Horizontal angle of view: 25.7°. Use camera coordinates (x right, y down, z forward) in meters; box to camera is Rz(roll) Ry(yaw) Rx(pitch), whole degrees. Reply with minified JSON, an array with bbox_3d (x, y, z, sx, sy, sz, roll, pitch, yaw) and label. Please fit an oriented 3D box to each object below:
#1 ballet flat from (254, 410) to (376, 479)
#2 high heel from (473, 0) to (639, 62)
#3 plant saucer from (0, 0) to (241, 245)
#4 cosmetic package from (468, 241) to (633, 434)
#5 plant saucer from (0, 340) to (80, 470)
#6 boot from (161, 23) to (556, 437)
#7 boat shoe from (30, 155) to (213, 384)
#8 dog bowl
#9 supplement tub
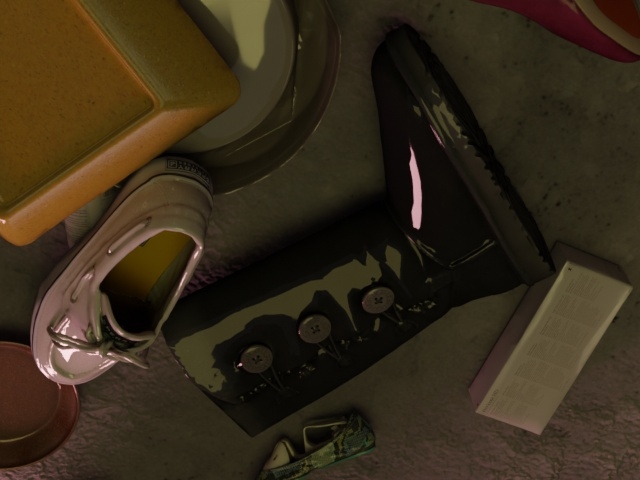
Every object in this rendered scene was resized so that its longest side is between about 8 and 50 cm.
[{"bbox_3d":[-0.020,0.277,1.830,0.188,0.070,0.070,-26,117,7],"label":"ballet flat"},{"bbox_3d":[0.189,-0.288,1.539,0.377,0.127,0.181,36,138,-25],"label":"high heel"},{"bbox_3d":[-0.308,-0.177,1.429,0.332,0.081,0.333,-32,109,20],"label":"plant saucer"},{"bbox_3d":[0.287,0.125,1.767,0.099,0.060,0.239,20,114,-17],"label":"cosmetic package"},{"bbox_3d":[-0.402,0.201,1.757,0.198,0.036,0.199,-4,119,-8],"label":"plant saucer"},{"bbox_3d":[0.001,0.002,1.644,0.445,0.146,0.367,-27,115,14],"label":"boot"},{"bbox_3d":[-0.225,0.081,1.571,0.135,0.156,0.367,23,129,-26],"label":"boat shoe"},{"bbox_3d":[-0.153,-0.221,1.523,0.348,0.102,0.349,-2,119,-3],"label":"dog bowl"},{"bbox_3d":[-0.265,-0.038,1.628,0.071,0.071,0.107,-4,118,-3],"label":"supplement tub"}]
